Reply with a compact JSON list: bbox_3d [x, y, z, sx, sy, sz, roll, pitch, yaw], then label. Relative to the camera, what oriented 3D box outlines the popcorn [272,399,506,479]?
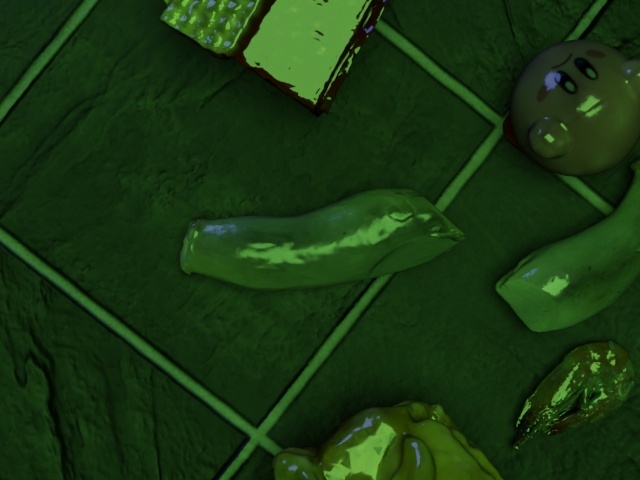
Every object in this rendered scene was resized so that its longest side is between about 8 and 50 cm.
[{"bbox_3d":[0.073,0.351,1.519,0.349,0.381,0.349,-1,76,6],"label":"popcorn"}]

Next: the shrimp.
[{"bbox_3d":[0.315,0.201,1.678,0.190,0.042,0.101,-38,100,-3],"label":"shrimp"}]

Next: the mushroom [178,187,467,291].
[{"bbox_3d":[-0.001,0.002,1.632,0.351,0.097,0.109,-9,91,0],"label":"mushroom"}]

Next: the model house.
[{"bbox_3d":[-0.056,-0.289,1.579,0.254,0.160,0.196,29,95,-9],"label":"model house"}]

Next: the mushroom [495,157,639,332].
[{"bbox_3d":[0.350,0.010,1.654,0.270,0.103,0.118,-40,98,-12],"label":"mushroom"}]

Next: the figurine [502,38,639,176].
[{"bbox_3d":[0.312,-0.159,1.609,0.173,0.173,0.173,0,91,-3],"label":"figurine"}]
